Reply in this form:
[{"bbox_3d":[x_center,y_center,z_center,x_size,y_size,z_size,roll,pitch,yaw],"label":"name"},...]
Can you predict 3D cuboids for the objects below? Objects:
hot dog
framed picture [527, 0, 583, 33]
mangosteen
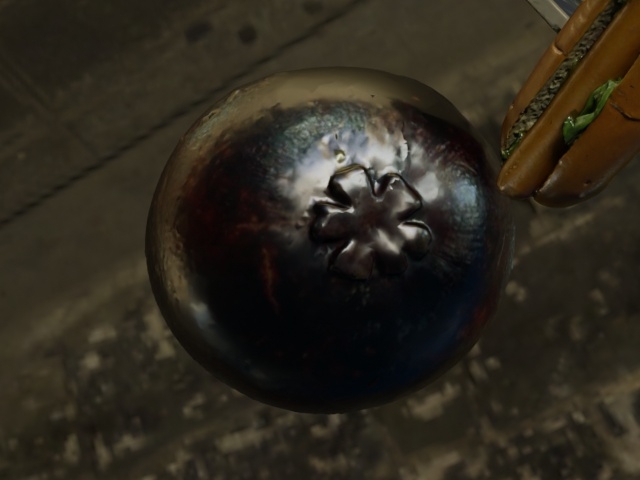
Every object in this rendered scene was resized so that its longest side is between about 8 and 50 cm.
[{"bbox_3d":[0.201,-0.122,1.077,0.068,0.100,0.249,-6,138,-48],"label":"hot dog"},{"bbox_3d":[0.238,-0.167,1.342,0.281,0.209,0.019,24,113,-42],"label":"framed picture"},{"bbox_3d":[0.004,-0.002,1.380,0.330,0.330,0.330,-13,139,-11],"label":"mangosteen"}]
